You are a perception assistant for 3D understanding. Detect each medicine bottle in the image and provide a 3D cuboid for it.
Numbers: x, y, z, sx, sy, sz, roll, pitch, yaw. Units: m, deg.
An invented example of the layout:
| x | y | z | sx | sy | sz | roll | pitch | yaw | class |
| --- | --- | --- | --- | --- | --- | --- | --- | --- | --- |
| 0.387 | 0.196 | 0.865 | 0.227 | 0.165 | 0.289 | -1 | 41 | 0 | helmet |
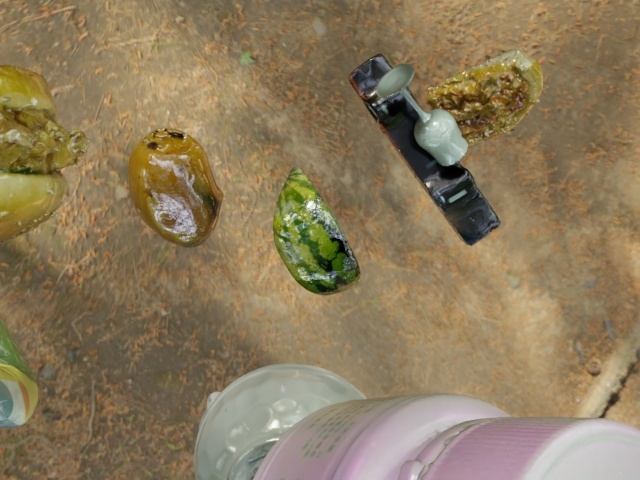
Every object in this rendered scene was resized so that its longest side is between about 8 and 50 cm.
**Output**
| x | y | z | sx | sy | sz | roll | pitch | yaw | class |
| --- | --- | --- | --- | --- | --- | --- | --- | --- | --- |
| 0.104 | 0.252 | 0.523 | 0.256 | 0.324 | 0.256 | 10 | 70 | -29 | medicine bottle |

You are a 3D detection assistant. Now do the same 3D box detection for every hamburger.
| x | y | z | sx | sy | sz | roll | pitch | yaw | class |
| --- | --- | --- | --- | --- | --- | --- | --- | --- | --- |
| -0.511 | -0.124 | 0.969 | 0.286 | 0.445 | 0.269 | -7 | 94 | 15 | hamburger |

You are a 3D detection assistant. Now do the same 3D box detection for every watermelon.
| x | y | z | sx | sy | sz | roll | pitch | yaw | class |
| --- | --- | --- | --- | --- | --- | --- | --- | --- | --- |
| 0.007 | 0.003 | 0.743 | 0.087 | 0.068 | 0.163 | -52 | 122 | -37 | watermelon |

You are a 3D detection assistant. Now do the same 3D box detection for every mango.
| x | y | z | sx | sy | sz | roll | pitch | yaw | class |
| --- | --- | --- | --- | --- | --- | --- | --- | --- | --- |
| -0.316 | -0.110 | 1.410 | 0.201 | 0.153 | 0.287 | -10 | 137 | 0 | mango |

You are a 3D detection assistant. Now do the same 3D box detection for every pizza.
| x | y | z | sx | sy | sz | roll | pitch | yaw | class |
| --- | --- | --- | --- | --- | --- | --- | --- | --- | --- |
| 0.320 | -0.272 | 1.317 | 0.225 | 0.335 | 0.086 | -3 | 75 | -8 | pizza |

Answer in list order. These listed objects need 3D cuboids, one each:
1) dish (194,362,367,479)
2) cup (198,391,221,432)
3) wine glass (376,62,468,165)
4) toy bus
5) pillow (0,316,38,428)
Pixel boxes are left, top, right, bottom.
| x | y | z | sx | sy | sz | roll | pitch | yaw | class |
| --- | --- | --- | --- | --- | --- | --- | --- | --- | --- |
| -0.044 | 0.313 | 0.861 | 0.302 | 0.120 | 0.303 | 0 | 93 | 2 | dish |
| -0.143 | 0.318 | 1.036 | 0.173 | 0.134 | 0.142 | -23 | 129 | -39 | cup |
| 0.184 | -0.216 | 1.151 | 0.079 | 0.079 | 0.195 | -45 | 125 | 6 | wine glass |
| 0.201 | -0.175 | 1.281 | 0.093 | 0.092 | 0.409 | -35 | 93 | 4 | toy bus |
| -0.492 | 0.167 | 0.938 | 0.086 | 0.233 | 0.214 | -32 | 163 | -12 | pillow |
